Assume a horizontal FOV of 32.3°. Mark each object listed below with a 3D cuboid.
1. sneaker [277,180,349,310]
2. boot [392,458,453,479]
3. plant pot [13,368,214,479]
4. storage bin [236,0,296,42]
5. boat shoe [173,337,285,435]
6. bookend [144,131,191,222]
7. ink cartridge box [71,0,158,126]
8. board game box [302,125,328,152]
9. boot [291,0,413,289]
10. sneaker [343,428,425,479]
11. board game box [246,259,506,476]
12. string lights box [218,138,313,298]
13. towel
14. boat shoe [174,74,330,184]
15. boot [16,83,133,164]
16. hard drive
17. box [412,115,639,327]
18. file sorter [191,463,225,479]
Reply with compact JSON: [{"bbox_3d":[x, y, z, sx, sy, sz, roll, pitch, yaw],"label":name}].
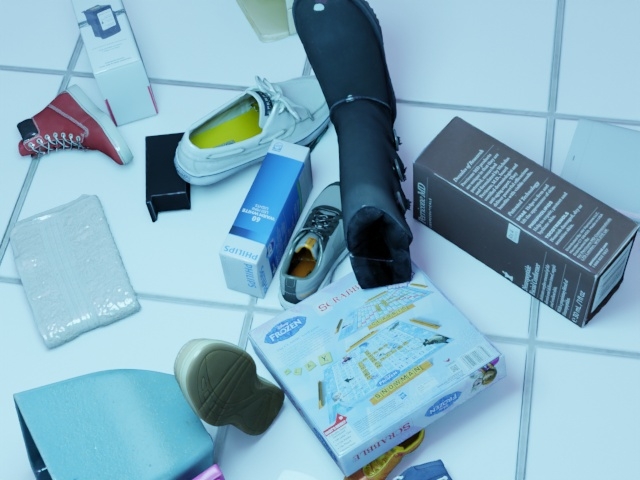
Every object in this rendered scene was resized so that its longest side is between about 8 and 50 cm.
[{"bbox_3d":[0.000,0.000,1.992,0.100,0.108,0.271,14,59,15],"label":"sneaker"},{"bbox_3d":[0.127,0.417,1.752,0.190,0.069,0.086,-17,51,-14],"label":"boot"},{"bbox_3d":[-0.308,0.347,1.739,0.252,0.247,0.248,-21,58,-22],"label":"plant pot"},{"bbox_3d":[-0.125,-0.588,2.277,0.123,0.262,0.260,-23,59,-11],"label":"storage bin"},{"bbox_3d":[-0.164,0.223,1.739,0.110,0.341,0.121,31,78,25],"label":"boat shoe"},{"bbox_3d":[-0.253,-0.126,2.113,0.157,0.072,0.156,-7,59,0],"label":"bookend"},{"bbox_3d":[-0.416,-0.378,2.225,0.100,0.172,0.237,-18,58,-6],"label":"ink cartridge box"},{"bbox_3d":[-0.094,-0.219,2.182,0.186,0.026,0.126,26,63,19],"label":"board game box"},{"bbox_3d":[0.056,-0.187,1.920,0.146,0.367,0.445,-15,46,19],"label":"boot"},{"bbox_3d":[0.098,0.351,1.789,0.064,0.067,0.175,39,71,23],"label":"sneaker"},{"bbox_3d":[0.089,0.190,1.851,0.319,0.066,0.318,-29,47,-13],"label":"board game box"},{"bbox_3d":[-0.094,-0.040,2.009,0.077,0.133,0.259,17,61,12],"label":"string lights box"},{"bbox_3d":[-0.459,0.048,2.039,0.187,0.049,0.282,-23,59,-8],"label":"towel"},{"bbox_3d":[-0.108,-0.241,2.060,0.367,0.156,0.136,-27,71,-25],"label":"boat shoe"},{"bbox_3d":[-0.491,-0.189,2.170,0.176,0.088,0.244,-38,54,-16],"label":"boot"},{"bbox_3d":[0.605,-0.108,2.040,0.308,0.040,0.203,16,61,15],"label":"hard drive"},{"bbox_3d":[0.347,-0.035,1.931,0.381,0.191,0.143,36,68,24],"label":"box"},{"bbox_3d":[-0.216,0.515,1.641,0.291,0.202,0.182,-33,64,-14],"label":"file sorter"}]
